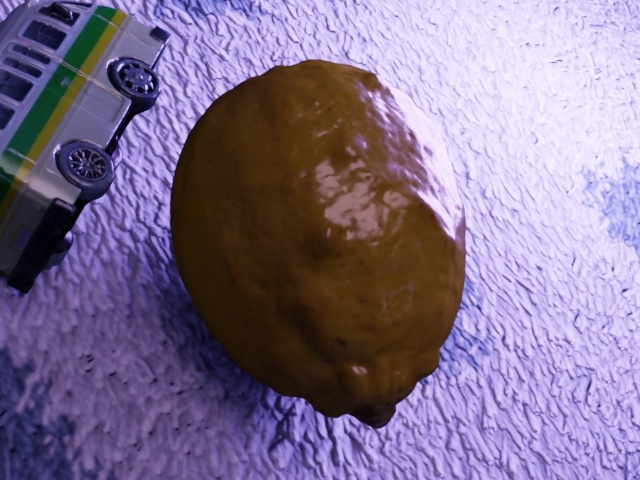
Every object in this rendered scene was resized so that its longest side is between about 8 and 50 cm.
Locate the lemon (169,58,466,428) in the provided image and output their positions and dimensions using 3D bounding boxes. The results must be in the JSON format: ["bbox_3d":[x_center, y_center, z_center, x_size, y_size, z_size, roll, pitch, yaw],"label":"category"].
[{"bbox_3d":[-0.003,-0.007,1.189,0.285,0.285,0.316,24,71,-17],"label":"lemon"}]

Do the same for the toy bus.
[{"bbox_3d":[-0.253,-0.108,1.185,0.165,0.133,0.276,30,43,-11],"label":"toy bus"}]
